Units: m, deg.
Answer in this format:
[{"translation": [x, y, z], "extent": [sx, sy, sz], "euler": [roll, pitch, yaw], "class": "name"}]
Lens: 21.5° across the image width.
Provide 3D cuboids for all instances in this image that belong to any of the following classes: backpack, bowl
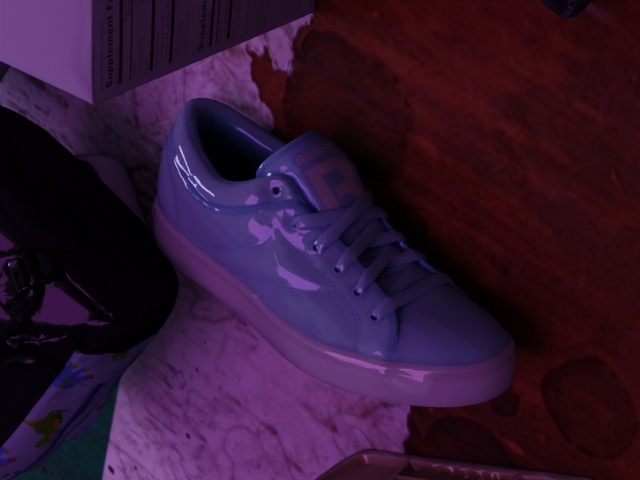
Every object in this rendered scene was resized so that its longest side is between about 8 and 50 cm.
[{"translation": [-0.297, 0.080, 1.513], "extent": [0.290, 0.273, 0.355], "euler": [43, 114, 15], "class": "backpack"}, {"translation": [-0.214, -0.016, 1.579], "extent": [0.142, 0.053, 0.142], "euler": [-7, 106, 44], "class": "bowl"}]

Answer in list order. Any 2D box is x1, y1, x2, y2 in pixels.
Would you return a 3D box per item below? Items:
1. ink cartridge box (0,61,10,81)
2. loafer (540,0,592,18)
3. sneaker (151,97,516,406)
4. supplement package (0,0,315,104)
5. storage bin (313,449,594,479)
[{"translation": [-0.413, -0.252, 1.514], "extent": [0.330, 0.071, 0.324], "euler": [43, 124, 4], "class": "ink cartridge box"}, {"translation": [0.112, -0.242, 1.133], "extent": [0.223, 0.076, 0.078], "euler": [51, 144, 15], "class": "loafer"}, {"translation": [0.000, 0.000, 1.327], "extent": [0.366, 0.135, 0.150], "euler": [28, 131, 29], "class": "sneaker"}, {"translation": [-0.127, -0.216, 1.250], "extent": [0.139, 0.244, 0.134], "euler": [26, 127, 32], "class": "supplement package"}, {"translation": [0.112, 0.328, 1.407], "extent": [0.260, 0.123, 0.262], "euler": [2, 113, 44], "class": "storage bin"}]
